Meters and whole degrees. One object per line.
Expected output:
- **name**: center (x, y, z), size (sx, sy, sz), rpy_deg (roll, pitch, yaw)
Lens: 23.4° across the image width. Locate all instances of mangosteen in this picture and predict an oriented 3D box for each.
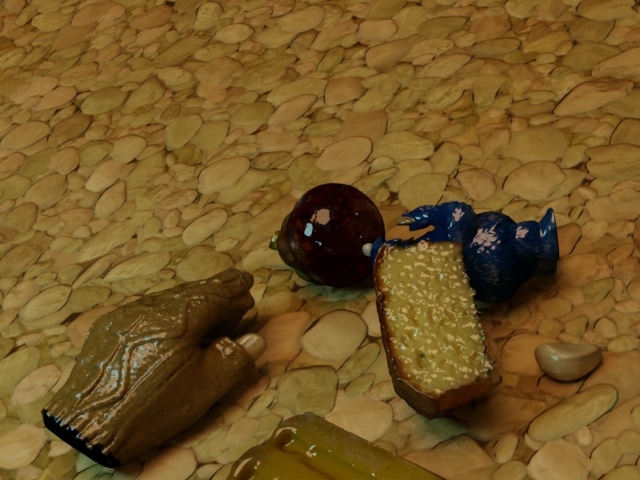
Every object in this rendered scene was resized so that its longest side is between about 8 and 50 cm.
- **mangosteen**: center (0.006, 0.007, 2.180), size (0.181, 0.156, 0.145), rpy_deg (-37, 54, 30)

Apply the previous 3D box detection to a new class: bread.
- **bread**: center (0.141, 0.127, 1.931), size (0.129, 0.134, 0.260), rpy_deg (-8, 50, -1)

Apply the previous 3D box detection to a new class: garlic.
- **garlic**: center (0.305, 0.147, 1.899), size (0.083, 0.041, 0.053), rpy_deg (-5, 24, 10)

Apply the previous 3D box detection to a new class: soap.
- **soap**: center (-0.007, 0.338, 1.721), size (0.259, 0.143, 0.281), rpy_deg (-36, 37, -26)

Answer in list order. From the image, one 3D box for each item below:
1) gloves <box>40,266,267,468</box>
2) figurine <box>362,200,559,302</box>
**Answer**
- **gloves**: center (-0.213, 0.155, 2.070), size (0.203, 0.155, 0.356), rpy_deg (21, 50, 40)
- **figurine**: center (0.189, 0.024, 2.033), size (0.262, 0.164, 0.120), rpy_deg (-10, 52, 17)
